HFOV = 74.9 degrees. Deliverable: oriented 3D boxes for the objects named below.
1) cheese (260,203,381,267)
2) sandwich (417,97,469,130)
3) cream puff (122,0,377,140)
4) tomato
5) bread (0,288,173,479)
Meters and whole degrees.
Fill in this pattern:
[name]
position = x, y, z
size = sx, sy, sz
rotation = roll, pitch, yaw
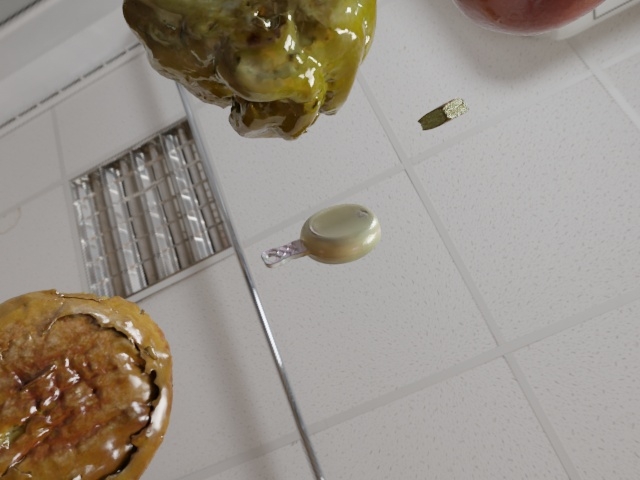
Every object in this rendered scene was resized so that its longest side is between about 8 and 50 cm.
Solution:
[cheese]
position = 0.000, 0.000, 0.776
size = 0.227, 0.064, 0.137
rotation = -21, -142, -16
[sandwich]
position = 0.206, -0.211, 0.700
size = 0.083, 0.044, 0.031
rotation = -27, -84, 15
[cream puff]
position = -0.091, -0.291, 0.581
size = 0.324, 0.257, 0.291
rotation = 21, -107, 5
[tomato]
position = 0.346, -0.437, 0.639
size = 0.338, 0.144, 0.338
rotation = -16, -125, 24
[bread]
position = -0.441, 0.276, 0.731
size = 0.337, 0.204, 0.358
rotation = 9, -117, -24
